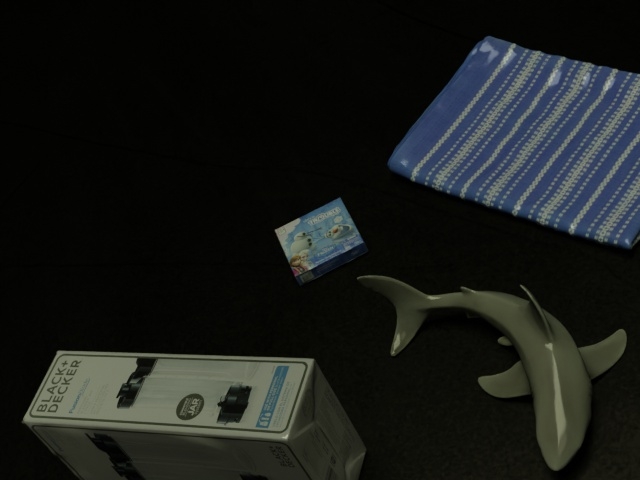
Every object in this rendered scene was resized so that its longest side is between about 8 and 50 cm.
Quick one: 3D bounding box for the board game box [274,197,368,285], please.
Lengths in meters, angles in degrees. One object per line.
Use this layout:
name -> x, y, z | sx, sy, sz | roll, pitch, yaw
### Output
board game box -> 0.000, 0.000, 1.278 | 0.090, 0.020, 0.090 | -27, 42, 1

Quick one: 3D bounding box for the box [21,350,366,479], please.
box -> -0.121, 0.190, 1.052 | 0.290, 0.169, 0.087 | -2, 49, 25

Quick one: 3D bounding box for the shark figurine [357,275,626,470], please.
shark figurine -> 0.180, 0.078, 1.054 | 0.166, 0.116, 0.278 | -40, 47, -15

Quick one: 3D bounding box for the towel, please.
towel -> 0.267, -0.127, 1.255 | 0.336, 0.040, 0.243 | 22, 62, 38
